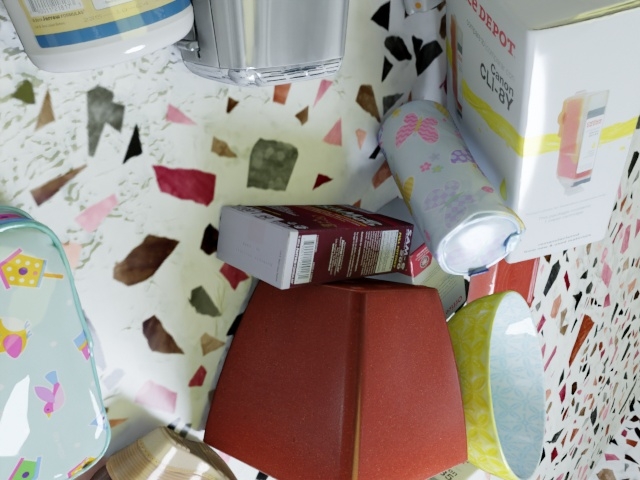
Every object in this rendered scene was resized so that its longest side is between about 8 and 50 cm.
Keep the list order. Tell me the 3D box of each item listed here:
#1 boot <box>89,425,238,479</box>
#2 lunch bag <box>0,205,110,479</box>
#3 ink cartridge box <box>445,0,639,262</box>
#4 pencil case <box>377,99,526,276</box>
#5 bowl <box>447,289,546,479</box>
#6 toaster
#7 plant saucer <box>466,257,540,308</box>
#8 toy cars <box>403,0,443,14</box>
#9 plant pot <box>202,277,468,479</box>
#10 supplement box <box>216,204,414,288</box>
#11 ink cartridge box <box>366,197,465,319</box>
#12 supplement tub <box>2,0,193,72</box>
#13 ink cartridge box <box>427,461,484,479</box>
[{"bbox_3d":[-0.216,0.352,0.748,0.207,0.090,0.248,-43,135,-10],"label":"boot"},{"bbox_3d":[-0.317,0.111,0.502,0.224,0.108,0.279,-21,119,-34],"label":"lunch bag"},{"bbox_3d":[0.290,-0.203,0.822,0.160,0.279,0.385,-14,137,0],"label":"ink cartridge box"},{"bbox_3d":[0.173,-0.083,0.821,0.124,0.273,0.113,-19,138,-1],"label":"pencil case"},{"bbox_3d":[0.246,0.227,0.946,0.289,0.156,0.290,15,72,-54],"label":"bowl"},{"bbox_3d":[-0.054,-0.248,0.622,0.227,0.129,0.147,-23,126,-41],"label":"toaster"},{"bbox_3d":[0.420,0.081,1.317,0.259,0.047,0.259,-17,117,-43],"label":"plant saucer"},{"bbox_3d":[0.268,-0.411,0.922,0.393,0.087,0.177,-4,108,-46],"label":"toy cars"},{"bbox_3d":[0.032,0.169,0.801,0.267,0.267,0.236,5,91,-47],"label":"plant pot"},{"bbox_3d":[0.000,0.000,0.776,0.239,0.130,0.073,-4,108,-47],"label":"supplement box"},{"bbox_3d":[0.142,0.046,0.946,0.128,0.127,0.176,-37,129,-32],"label":"ink cartridge box"},{"bbox_3d":[-0.193,-0.248,0.458,0.144,0.144,0.200,-35,129,-32],"label":"supplement tub"},{"bbox_3d":[0.120,0.439,1.024,0.283,0.207,0.117,-16,119,-43],"label":"ink cartridge box"}]
